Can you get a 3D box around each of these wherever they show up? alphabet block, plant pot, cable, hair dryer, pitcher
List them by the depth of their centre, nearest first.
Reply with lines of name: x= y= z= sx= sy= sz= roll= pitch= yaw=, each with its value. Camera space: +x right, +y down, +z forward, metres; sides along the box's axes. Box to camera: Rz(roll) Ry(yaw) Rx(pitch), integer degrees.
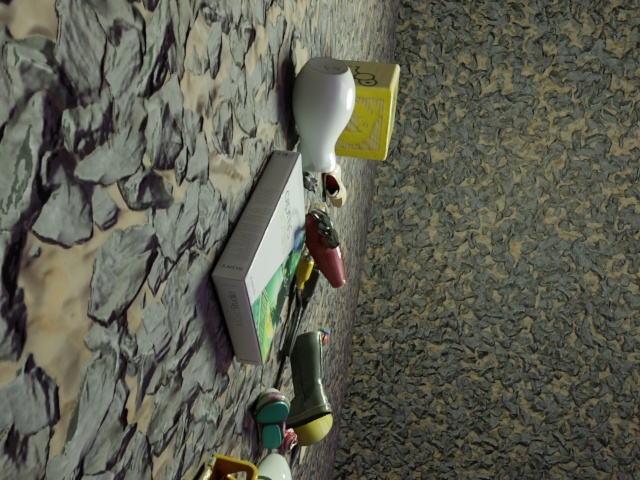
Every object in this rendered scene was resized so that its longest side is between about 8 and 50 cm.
pitcher: x=-0.003 y=-0.273 z=0.966 sx=0.178 sy=0.125 sz=0.207 roll=-104 pitch=-163 yaw=-44
hair dryer: x=0.000 y=0.000 z=1.029 sx=0.224 sy=0.080 sz=0.294 roll=-107 pitch=176 yaw=-47
cable: x=-0.060 y=0.146 z=1.195 sx=0.139 sy=0.072 sz=0.288 roll=-124 pitch=-125 yaw=-87
alphabet block: x=0.100 y=-0.348 z=1.229 sx=0.197 sy=0.192 sz=0.194 roll=-68 pitch=161 yaw=-50
plant pot: x=-0.045 y=0.510 z=1.354 sx=0.095 sy=0.134 sz=0.134 roll=63 pitch=24 yaw=-20

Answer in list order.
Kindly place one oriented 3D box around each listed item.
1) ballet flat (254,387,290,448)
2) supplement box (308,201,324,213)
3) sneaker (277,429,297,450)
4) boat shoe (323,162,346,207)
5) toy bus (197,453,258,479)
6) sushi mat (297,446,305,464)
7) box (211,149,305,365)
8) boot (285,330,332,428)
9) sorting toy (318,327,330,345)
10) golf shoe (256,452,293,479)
ballet flat: x=-0.108 y=0.380 z=1.031 sx=0.079 sy=0.076 sz=0.222 roll=-98 pitch=-170 yaw=-47
supplement box: x=-0.011 y=-0.049 z=1.281 sx=0.099 sy=0.036 sz=0.062 roll=87 pitch=16 yaw=-49
sneaker: x=-0.085 y=0.492 z=1.224 sx=0.042 sy=0.066 sz=0.119 roll=87 pitch=15 yaw=-50
boat shoe: x=0.038 y=-0.157 z=1.414 sx=0.170 sy=0.062 sz=0.059 roll=74 pitch=28 yaw=-46
toy bus: x=-0.149 y=0.447 z=0.729 sx=0.202 sy=0.104 sz=0.191 roll=78 pitch=23 yaw=-62
sushi mat: x=-0.037 y=0.574 z=1.569 sx=0.151 sy=0.019 sz=0.317 roll=-43 pitch=142 yaw=-76
box: x=-0.092 y=0.024 z=0.834 sx=0.233 sy=0.058 sz=0.322 roll=88 pitch=15 yaw=-45
boot: x=-0.061 y=0.354 z=1.178 sx=0.076 sy=0.189 sz=0.209 roll=40 pitch=29 yaw=-54
sorting toy: x=0.003 y=0.352 z=1.708 sx=0.102 sy=0.042 sz=0.061 roll=111 pitch=4 yaw=-82
golf shoe: x=-0.125 y=0.538 z=0.959 sx=0.273 sy=0.105 sz=0.120 roll=-63 pitch=152 yaw=-62
